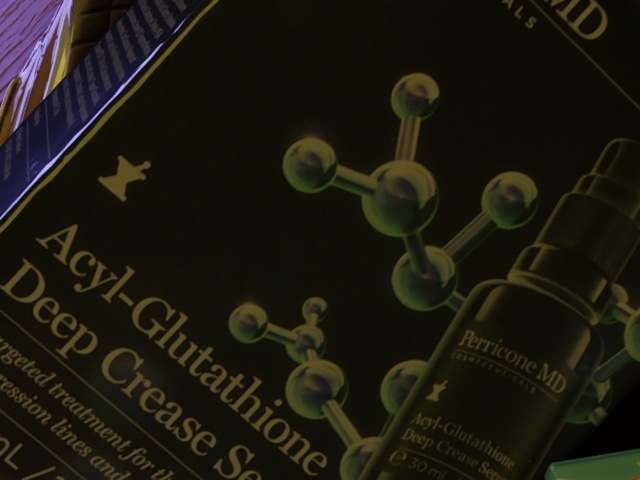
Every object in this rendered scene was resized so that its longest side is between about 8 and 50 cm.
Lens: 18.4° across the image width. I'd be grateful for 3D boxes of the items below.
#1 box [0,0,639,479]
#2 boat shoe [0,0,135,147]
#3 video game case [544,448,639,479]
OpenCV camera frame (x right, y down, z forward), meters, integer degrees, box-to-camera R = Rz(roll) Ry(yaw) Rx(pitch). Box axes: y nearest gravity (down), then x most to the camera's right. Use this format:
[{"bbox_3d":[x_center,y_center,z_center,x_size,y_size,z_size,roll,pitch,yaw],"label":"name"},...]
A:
[{"bbox_3d":[0.000,0.000,1.031,0.395,0.293,0.212,-47,16,4],"label":"box"},{"bbox_3d":[-0.186,-0.086,1.417,0.116,0.123,0.324,-7,56,39],"label":"boat shoe"},{"bbox_3d":[0.190,0.167,0.932,0.119,0.015,0.166,-7,50,-19],"label":"video game case"}]
